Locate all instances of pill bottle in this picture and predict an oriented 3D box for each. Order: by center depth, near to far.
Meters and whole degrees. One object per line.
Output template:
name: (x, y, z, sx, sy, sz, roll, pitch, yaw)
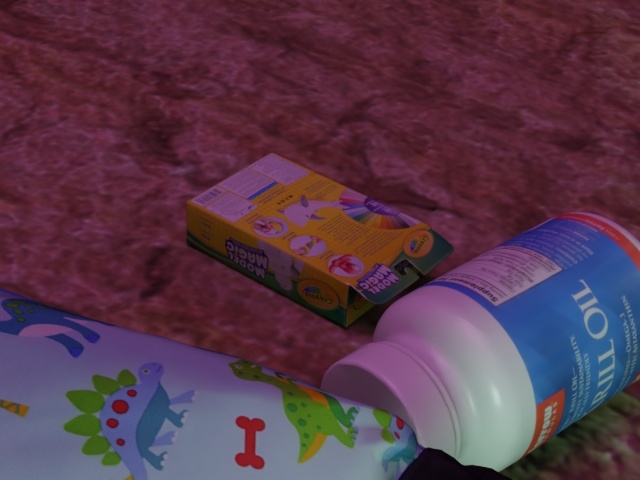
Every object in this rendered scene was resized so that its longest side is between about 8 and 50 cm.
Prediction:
pill bottle: (0.110, 0.074, 0.926, 0.221, 0.124, 0.124, -27, 45, -35)

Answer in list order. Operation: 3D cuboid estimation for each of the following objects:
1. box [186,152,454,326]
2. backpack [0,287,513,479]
box: (0.000, 0.000, 1.091, 0.179, 0.043, 0.105, 25, 40, 31)
backpack: (-0.121, 0.154, 0.576, 0.355, 0.273, 0.290, 10, 47, 20)
